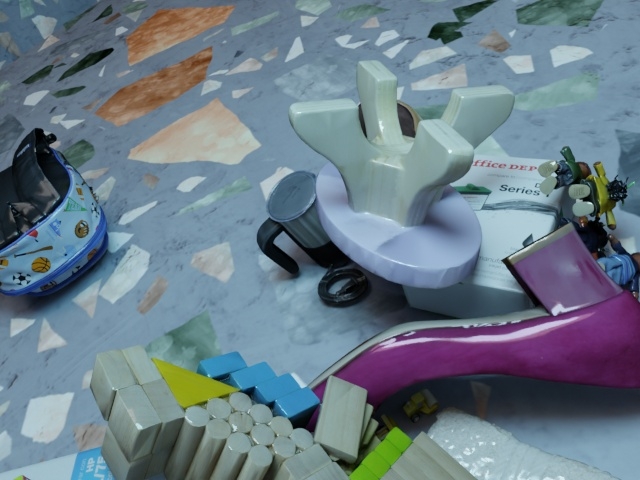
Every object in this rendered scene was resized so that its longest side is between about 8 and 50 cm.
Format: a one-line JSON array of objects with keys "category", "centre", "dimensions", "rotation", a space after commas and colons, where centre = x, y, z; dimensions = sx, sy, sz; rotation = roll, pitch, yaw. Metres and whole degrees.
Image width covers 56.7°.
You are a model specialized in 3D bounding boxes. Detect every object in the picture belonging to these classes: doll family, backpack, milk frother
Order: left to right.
[{"category": "backpack", "centre": [-0.502, -0.023, 1.031], "dimensions": [0.276, 0.213, 0.263], "rotation": [-44, 37, -11]}, {"category": "milk frother", "centre": [0.000, 0.000, 0.821], "dimensions": [0.143, 0.135, 0.129], "rotation": [27, 77, 43]}, {"category": "doll family", "centre": [0.321, -0.019, 0.685], "dimensions": [0.111, 0.192, 0.076], "rotation": [-9, 1, -43]}]

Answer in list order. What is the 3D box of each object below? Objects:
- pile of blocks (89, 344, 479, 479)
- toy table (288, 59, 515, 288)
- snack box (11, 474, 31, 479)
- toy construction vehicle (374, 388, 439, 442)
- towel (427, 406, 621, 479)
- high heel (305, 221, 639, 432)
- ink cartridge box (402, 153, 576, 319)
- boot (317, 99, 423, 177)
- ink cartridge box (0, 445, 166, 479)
[{"category": "pile of blocks", "centre": [-0.035, 0.201, 0.536], "dimensions": [0.362, 0.112, 0.149], "rotation": [25, 31, 1]}, {"category": "toy table", "centre": [0.086, -0.089, 0.672], "dimensions": [0.252, 0.160, 0.274], "rotation": [-15, 38, -24]}, {"category": "snack box", "centre": [-0.291, 0.270, 0.474], "dimensions": [0.141, 0.037, 0.100], "rotation": [-28, 42, -3]}, {"category": "toy construction vehicle", "centre": [0.077, 0.185, 0.679], "dimensions": [0.098, 0.035, 0.086], "rotation": [-29, 43, -4]}, {"category": "towel", "centre": [0.130, 0.297, 0.535], "dimensions": [0.187, 0.049, 0.282], "rotation": [17, 57, 36]}, {"category": "high heel", "centre": [0.143, 0.151, 0.602], "dimensions": [0.377, 0.127, 0.181], "rotation": [-34, 81, 16]}, {"category": "ink cartridge box", "centre": [0.218, -0.006, 0.758], "dimensions": [0.160, 0.092, 0.219], "rotation": [10, 54, 32]}, {"category": "boot", "centre": [0.077, -0.137, 0.920], "dimensions": [0.207, 0.090, 0.248], "rotation": [-23, 46, -29]}, {"category": "ink cartridge box", "centre": [-0.258, 0.346, 0.558], "dimensions": [0.270, 0.198, 0.197], "rotation": [-17, 44, 9]}]
